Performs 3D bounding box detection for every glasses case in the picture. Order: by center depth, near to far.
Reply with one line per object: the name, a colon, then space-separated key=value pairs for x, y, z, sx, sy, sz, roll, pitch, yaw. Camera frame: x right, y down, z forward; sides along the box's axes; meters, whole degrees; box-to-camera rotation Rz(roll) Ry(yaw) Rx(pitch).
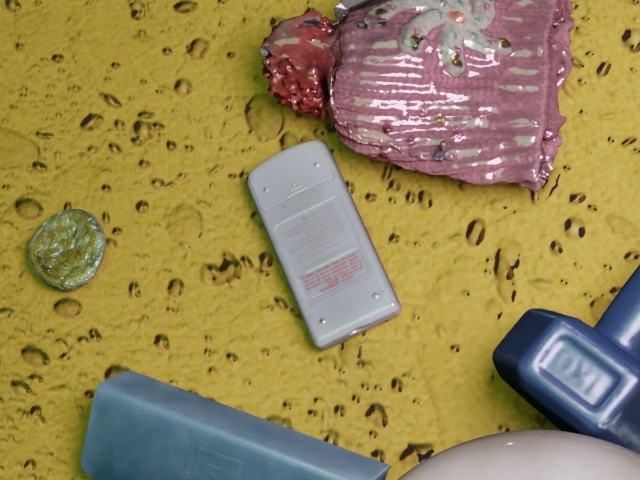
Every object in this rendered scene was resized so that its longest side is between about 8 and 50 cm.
glasses case: x=-0.082 y=0.198 z=1.216 sx=0.266 sy=0.056 sz=0.105 roll=17 pitch=78 yaw=19

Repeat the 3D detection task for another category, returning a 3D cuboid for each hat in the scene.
hat: x=0.082 y=-0.162 z=1.254 sx=0.287 sy=0.107 sz=0.236 roll=4 pitch=64 yaw=11

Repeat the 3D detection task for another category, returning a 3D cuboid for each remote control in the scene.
remote control: x=0.000 y=0.000 z=1.268 sx=0.088 sy=0.029 sz=0.190 roll=-27 pitch=69 yaw=6

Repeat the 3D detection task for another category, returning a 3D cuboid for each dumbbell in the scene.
dumbbell: x=0.289 y=0.028 z=1.122 sx=0.316 sy=0.156 sz=0.144 roll=-50 pitch=38 yaw=-4

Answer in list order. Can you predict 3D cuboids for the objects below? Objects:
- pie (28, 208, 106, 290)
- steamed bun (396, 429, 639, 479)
pie: x=-0.242 y=0.009 z=1.336 sx=0.084 sy=0.021 sz=0.084 roll=-6 pitch=68 yaw=15
steamed bun: x=0.154 y=0.296 z=0.994 sx=0.324 sy=0.206 sz=0.324 roll=4 pitch=100 yaw=23
